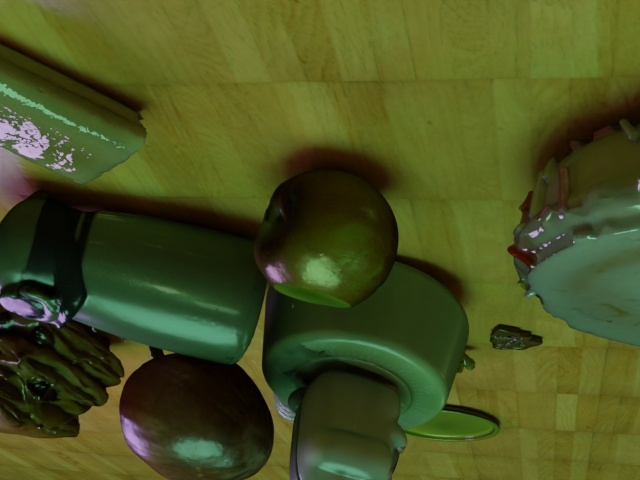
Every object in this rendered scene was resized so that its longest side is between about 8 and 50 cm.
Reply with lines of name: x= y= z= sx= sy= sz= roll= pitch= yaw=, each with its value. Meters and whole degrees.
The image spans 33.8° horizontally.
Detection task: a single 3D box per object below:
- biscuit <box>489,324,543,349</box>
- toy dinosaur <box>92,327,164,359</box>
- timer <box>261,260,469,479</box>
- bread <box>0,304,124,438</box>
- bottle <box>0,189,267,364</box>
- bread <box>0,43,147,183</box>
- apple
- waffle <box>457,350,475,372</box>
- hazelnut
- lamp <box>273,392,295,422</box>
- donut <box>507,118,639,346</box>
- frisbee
biscuit: x=0.293 y=0.150 z=1.606 sx=0.082 sy=0.016 sz=0.092 roll=-7 pitch=154 yaw=29
toy dinosaur: x=-0.349 y=0.134 z=1.536 sx=0.327 sy=0.113 sz=0.206 roll=29 pitch=165 yaw=-5
timer: x=0.041 y=0.222 z=1.404 sx=0.291 sy=0.315 sz=0.291 roll=8 pitch=143 yaw=6
bread: x=-0.552 y=0.227 z=1.791 sx=0.370 sy=0.191 sz=0.314 roll=-3 pitch=155 yaw=24
bottle: x=-0.247 y=0.044 z=1.331 sx=0.347 sy=0.168 sz=0.168 roll=14 pitch=155 yaw=-10
bread: x=-0.288 y=-0.127 z=1.085 sx=0.178 sy=0.060 sz=0.139 roll=25 pitch=149 yaw=-35
apple: x=0.002 y=-0.006 z=1.175 sx=0.163 sy=0.146 sz=0.147 roll=4 pitch=169 yaw=45
waffle: x=0.116 y=0.179 z=1.682 sx=0.238 sy=0.059 sz=0.243 roll=22 pitch=154 yaw=-37
hazelnut: x=-0.156 y=0.240 z=1.392 sx=0.214 sy=0.176 sz=0.214 roll=24 pitch=-179 yaw=0
lamp: x=-0.013 y=0.283 z=1.893 sx=0.106 sy=0.106 sz=0.193 roll=-5 pitch=163 yaw=24
donut: x=0.384 y=-0.005 z=1.078 sx=0.382 sy=0.142 sz=0.382 roll=6 pitch=155 yaw=3
frisbee: x=0.239 y=0.365 z=2.095 sx=0.236 sy=0.017 sz=0.236 roll=5 pitch=155 yaw=2
